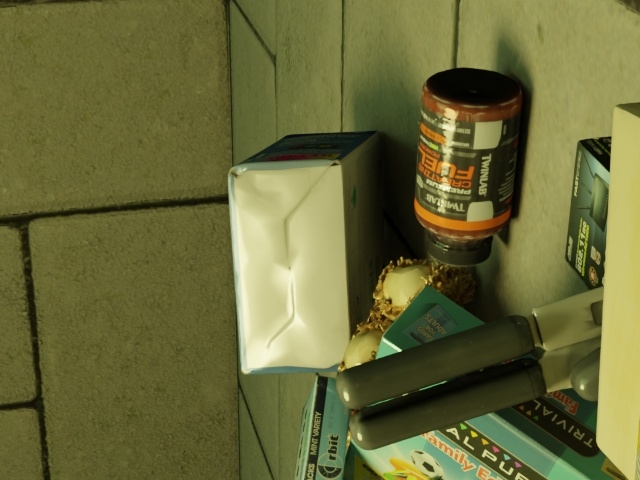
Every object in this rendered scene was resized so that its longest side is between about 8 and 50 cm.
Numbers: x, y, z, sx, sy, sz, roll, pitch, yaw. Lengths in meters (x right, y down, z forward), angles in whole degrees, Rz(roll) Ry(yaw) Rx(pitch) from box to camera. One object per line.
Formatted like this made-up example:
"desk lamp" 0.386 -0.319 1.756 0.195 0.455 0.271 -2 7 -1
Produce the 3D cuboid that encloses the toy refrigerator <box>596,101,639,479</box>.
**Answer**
"toy refrigerator" 0.267 0.040 0.966 0.094 0.102 0.269 -127 34 -66

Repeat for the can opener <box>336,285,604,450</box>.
"can opener" 0.156 0.103 1.087 0.095 0.283 0.076 -115 8 -78

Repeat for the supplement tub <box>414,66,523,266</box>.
"supplement tub" 0.152 -0.073 1.419 0.106 0.106 0.198 -116 23 -57

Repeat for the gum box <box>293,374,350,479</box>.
"gum box" -0.003 0.235 1.394 0.184 0.041 0.157 109 169 -71

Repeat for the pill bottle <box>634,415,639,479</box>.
"pill bottle" 0.277 0.221 0.811 0.188 0.188 0.334 -124 31 -64

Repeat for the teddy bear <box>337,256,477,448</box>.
"teddy bear" 0.098 0.131 1.577 0.245 0.113 0.338 -59 -11 -29

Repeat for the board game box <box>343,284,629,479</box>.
"board game box" 0.152 0.225 1.281 0.254 0.079 0.336 34 147 16

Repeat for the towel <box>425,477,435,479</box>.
"towel" 0.124 0.256 1.263 0.083 0.009 0.060 41 149 5

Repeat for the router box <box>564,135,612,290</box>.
"router box" 0.249 -0.016 1.164 0.092 0.038 0.122 -116 24 -59

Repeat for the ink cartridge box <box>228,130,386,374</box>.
"ink cartridge box" 0.000 0.000 1.825 0.395 0.151 0.270 -41 -50 -73
